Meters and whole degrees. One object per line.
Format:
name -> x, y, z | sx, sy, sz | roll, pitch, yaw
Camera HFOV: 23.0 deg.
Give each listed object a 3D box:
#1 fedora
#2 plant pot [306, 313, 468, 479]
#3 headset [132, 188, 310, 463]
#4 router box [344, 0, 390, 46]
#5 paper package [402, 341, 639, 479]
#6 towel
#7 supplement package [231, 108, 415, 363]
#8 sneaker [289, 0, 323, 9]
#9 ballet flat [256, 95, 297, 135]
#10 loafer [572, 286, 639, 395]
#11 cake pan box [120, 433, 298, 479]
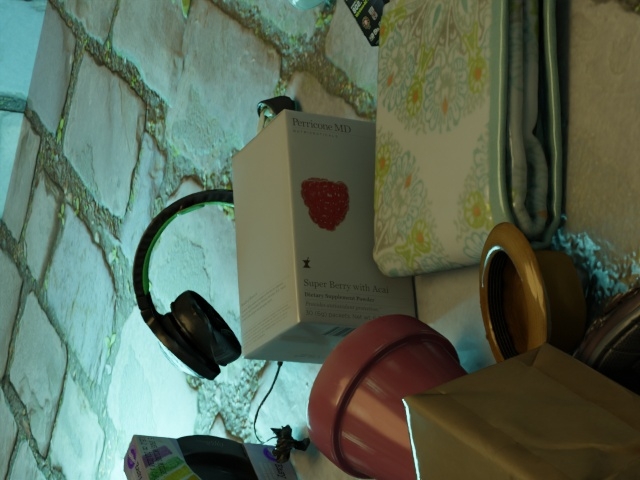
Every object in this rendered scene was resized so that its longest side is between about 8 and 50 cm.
fedora -> 0.234, 0.071, 1.695 | 0.194, 0.079, 0.194 | 170, 90, -76
plant pot -> 0.114, 0.211, 1.817 | 0.180, 0.201, 0.201 | 35, 116, 43
headset -> -0.121, 0.122, 2.246 | 0.185, 0.243, 0.394 | -94, -18, -83
router box -> 0.087, -0.333, 2.108 | 0.092, 0.038, 0.122 | 61, 141, 21
paper package -> 0.235, 0.301, 1.453 | 0.309, 0.168, 0.325 | 30, 133, 59
towel -> 0.171, -0.152, 1.885 | 0.320, 0.090, 0.375 | 164, 110, -64
supplement package -> 0.000, 0.000, 2.082 | 0.175, 0.177, 0.293 | -37, 53, 56
sneaker -> 0.024, -0.387, 2.217 | 0.262, 0.099, 0.121 | -46, 49, 52
ballet flat -> -0.060, -0.132, 2.350 | 0.074, 0.074, 0.203 | -51, 41, 47
loafer -> 0.295, 0.107, 1.563 | 0.095, 0.109, 0.302 | -103, 29, -41
cake pan box -> -0.131, 0.378, 2.187 | 0.070, 0.245, 0.267 | -65, 31, 25
